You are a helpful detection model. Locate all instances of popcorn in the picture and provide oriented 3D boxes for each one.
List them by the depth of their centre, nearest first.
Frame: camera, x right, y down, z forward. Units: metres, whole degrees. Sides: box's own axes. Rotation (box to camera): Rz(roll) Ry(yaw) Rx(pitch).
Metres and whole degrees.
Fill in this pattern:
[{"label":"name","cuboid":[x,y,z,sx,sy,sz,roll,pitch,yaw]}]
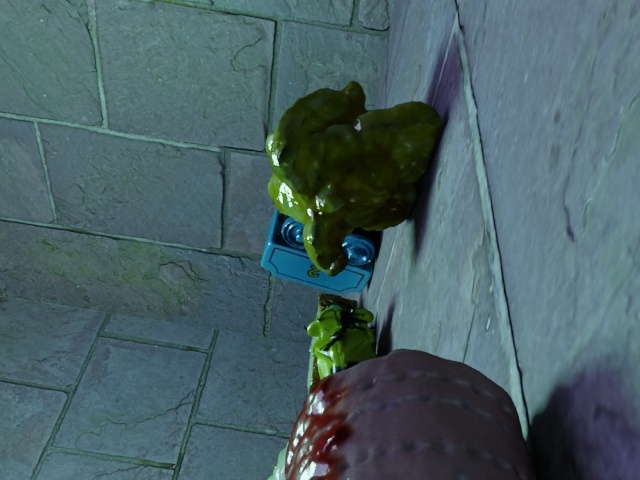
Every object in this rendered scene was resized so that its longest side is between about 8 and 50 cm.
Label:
[{"label":"popcorn","cuboid":[0.028,-0.138,1.053,0.290,0.325,0.321,51,122,40]}]

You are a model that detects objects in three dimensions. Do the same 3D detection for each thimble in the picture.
[{"label":"thimble","cuboid":[0.055,0.173,0.407,0.125,0.162,0.190,-87,-1,-59]}]

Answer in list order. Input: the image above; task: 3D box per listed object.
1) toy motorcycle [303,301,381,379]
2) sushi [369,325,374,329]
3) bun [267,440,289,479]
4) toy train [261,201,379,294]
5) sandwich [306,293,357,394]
[{"label":"toy motorcycle","cuboid":[0.052,0.240,1.136,0.206,0.142,0.342,56,-159,-26]},{"label":"sushi","cuboid":[0.059,0.237,1.425,0.212,0.114,0.147,107,169,-76]},{"label":"bun","cuboid":[-0.017,0.510,1.319,0.293,0.187,0.294,-170,90,-87]},{"label":"toy train","cuboid":[0.000,0.000,1.653,0.265,0.300,0.188,115,168,-46]},{"label":"sandwich","cuboid":[0.039,0.300,1.761,0.325,0.131,0.263,-104,21,-82]}]
